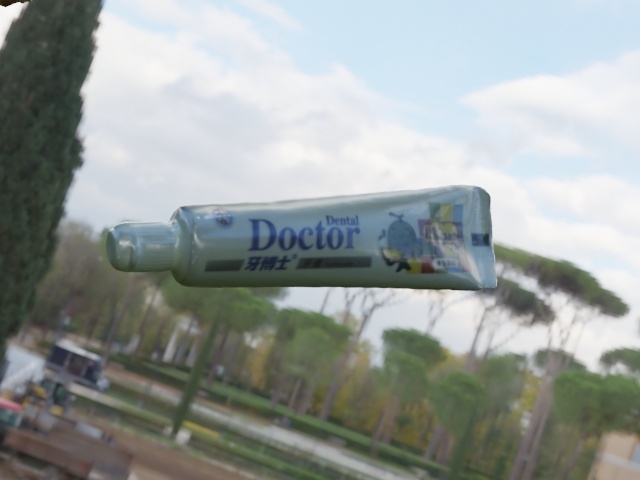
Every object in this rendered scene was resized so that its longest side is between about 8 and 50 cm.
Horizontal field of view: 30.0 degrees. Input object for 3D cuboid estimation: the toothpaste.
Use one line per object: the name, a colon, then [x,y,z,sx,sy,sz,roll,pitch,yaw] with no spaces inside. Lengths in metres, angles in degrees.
toothpaste: [0.000,0.000,0.688,0.255,0.067,0.037,-1,-11,-30]

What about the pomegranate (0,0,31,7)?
pomegranate: [-0.213,-0.253,0.782,0.191,0.191,0.191,20,-9,3]
